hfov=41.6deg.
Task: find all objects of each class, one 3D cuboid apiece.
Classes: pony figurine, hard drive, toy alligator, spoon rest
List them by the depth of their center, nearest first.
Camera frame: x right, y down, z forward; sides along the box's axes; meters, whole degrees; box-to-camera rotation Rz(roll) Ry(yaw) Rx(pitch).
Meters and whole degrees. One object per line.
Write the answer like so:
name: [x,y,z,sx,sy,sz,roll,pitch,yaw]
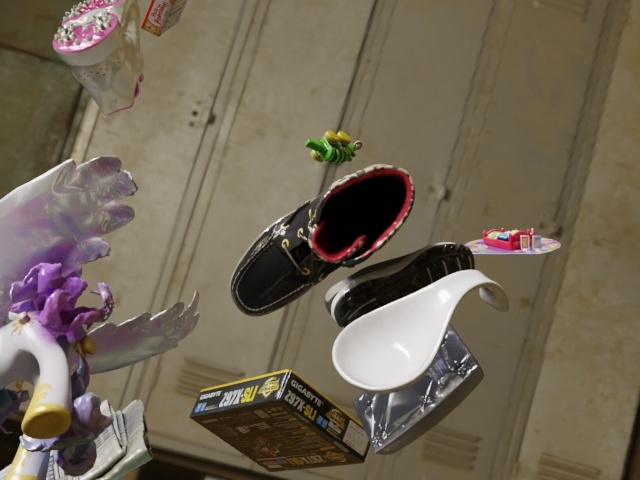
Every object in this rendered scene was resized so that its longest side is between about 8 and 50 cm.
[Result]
pony figurine: [-0.324,0.111,0.932,0.363,0.351,0.302,-110,1,-55]
spoon rest: [0.139,0.114,1.143,0.137,0.276,0.084,36,144,43]
toy alligator: [0.040,-0.165,1.564,0.056,0.051,0.190,-49,-23,26]
hard drive: [0.188,0.288,1.615,0.255,0.054,0.172,-42,29,7]

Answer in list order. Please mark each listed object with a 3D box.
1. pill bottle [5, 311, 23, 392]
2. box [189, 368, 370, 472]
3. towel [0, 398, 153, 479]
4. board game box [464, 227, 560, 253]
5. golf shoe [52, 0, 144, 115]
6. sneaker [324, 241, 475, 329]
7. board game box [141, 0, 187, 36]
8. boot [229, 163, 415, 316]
pill bottle: [-0.664,0.255,1.742,0.117,0.118,0.208,140,146,-70]
box: [-0.089,0.395,1.804,0.322,0.257,0.079,-22,37,45]
towel: [-0.415,0.360,1.323,0.324,0.056,0.312,-30,9,-11]
board game box: [0.333,-0.006,1.475,0.133,0.169,0.033,-32,-60,-67]
golf shoe: [-0.322,-0.291,1.282,0.306,0.115,0.140,-95,-14,-59]
sneaker: [0.129,0.063,1.383,0.108,0.272,0.100,-152,46,-67]
board game box: [-0.297,-0.532,1.750,0.193,0.045,0.146,-60,7,26]
boot: [0.000,0.000,1.393,0.377,0.138,0.284,-34,3,-1]
